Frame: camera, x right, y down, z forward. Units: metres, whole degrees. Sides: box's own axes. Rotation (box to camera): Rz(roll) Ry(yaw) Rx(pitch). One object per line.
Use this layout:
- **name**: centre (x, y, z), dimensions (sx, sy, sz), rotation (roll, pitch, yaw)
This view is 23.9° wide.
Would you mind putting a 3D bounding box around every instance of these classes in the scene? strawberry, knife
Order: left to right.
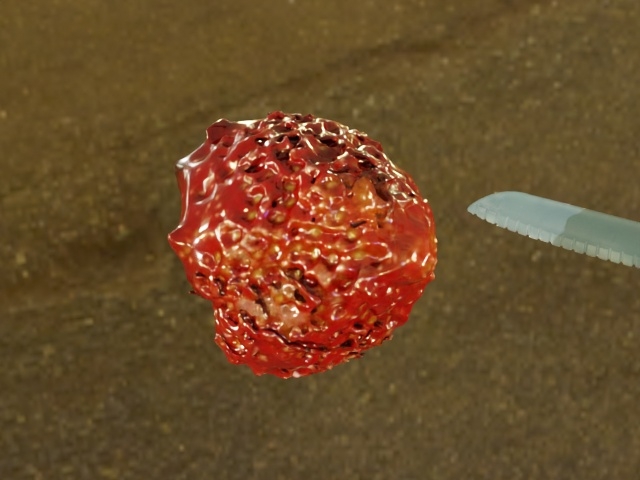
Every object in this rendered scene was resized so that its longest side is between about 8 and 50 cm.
- **strawberry**: centre (0.000, 0.000, 1.042), dimensions (0.201, 0.184, 0.187), rotation (-7, 63, 47)
- **knife**: centre (0.248, 0.003, 1.172), dimensions (0.313, 0.019, 0.044), rotation (17, 66, 37)
